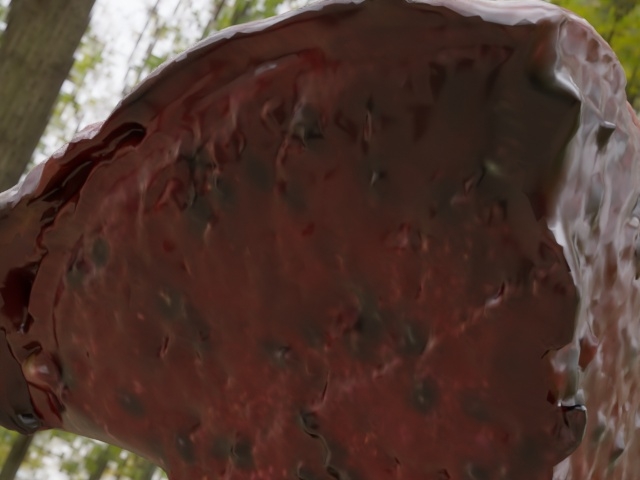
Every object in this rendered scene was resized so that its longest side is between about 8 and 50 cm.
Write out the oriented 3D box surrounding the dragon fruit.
[{"bbox_3d":[0.005,-0.004,0.640,0.329,0.228,0.286,8,-65,33],"label":"dragon fruit"}]
